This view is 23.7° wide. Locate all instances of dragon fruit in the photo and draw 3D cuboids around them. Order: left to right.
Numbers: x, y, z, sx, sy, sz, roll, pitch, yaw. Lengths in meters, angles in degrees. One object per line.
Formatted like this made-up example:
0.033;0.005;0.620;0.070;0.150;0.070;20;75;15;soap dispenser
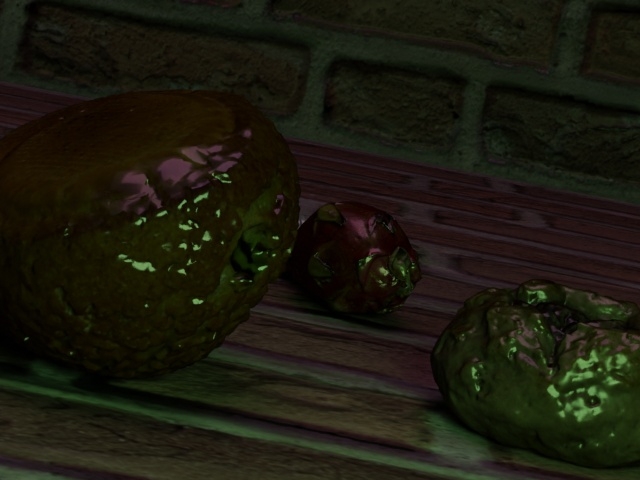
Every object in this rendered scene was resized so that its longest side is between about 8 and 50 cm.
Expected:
0.015;0.021;1.661;0.125;0.125;0.246;-10;2;-26;dragon fruit

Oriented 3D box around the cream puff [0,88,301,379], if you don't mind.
-0.153;-0.001;1.258;0.303;0.212;0.303;-13;26;7;cream puff

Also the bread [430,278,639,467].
0.213;0.109;1.308;0.230;0.123;0.230;13;10;-2;bread

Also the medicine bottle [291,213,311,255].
0.000;0.000;1.860;0.089;0.057;0.057;9;10;-13;medicine bottle
